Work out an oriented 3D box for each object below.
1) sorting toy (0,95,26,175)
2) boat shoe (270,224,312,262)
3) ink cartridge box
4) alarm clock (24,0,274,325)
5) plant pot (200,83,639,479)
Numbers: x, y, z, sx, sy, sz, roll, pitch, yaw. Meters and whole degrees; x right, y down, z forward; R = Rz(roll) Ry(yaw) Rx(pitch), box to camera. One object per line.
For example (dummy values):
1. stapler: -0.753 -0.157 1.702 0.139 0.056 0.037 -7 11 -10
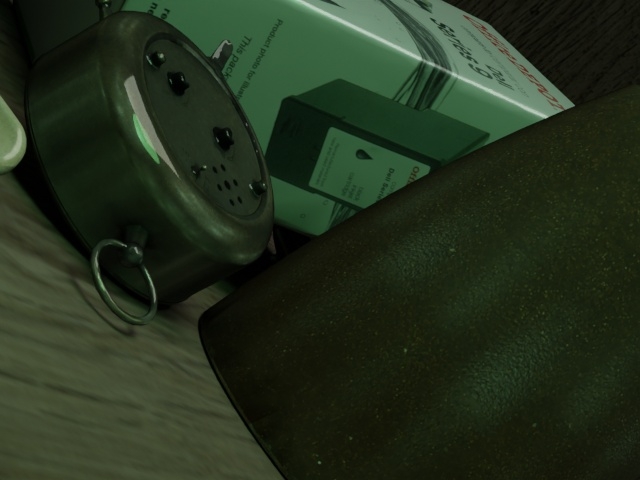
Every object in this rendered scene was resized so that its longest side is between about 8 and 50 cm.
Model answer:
1. sorting toy: -0.207 -0.123 0.702 0.193 0.038 0.208 52 8 22
2. boat shoe: 0.000 0.000 1.155 0.077 0.070 0.219 5 44 -46
3. ink cartridge box: -0.010 -0.094 1.040 0.289 0.122 0.211 22 18 -25
4. alarm clock: -0.074 -0.029 0.822 0.129 0.064 0.192 51 27 -28
5. plant pot: 0.099 0.041 0.885 0.215 0.230 0.215 48 8 -9
